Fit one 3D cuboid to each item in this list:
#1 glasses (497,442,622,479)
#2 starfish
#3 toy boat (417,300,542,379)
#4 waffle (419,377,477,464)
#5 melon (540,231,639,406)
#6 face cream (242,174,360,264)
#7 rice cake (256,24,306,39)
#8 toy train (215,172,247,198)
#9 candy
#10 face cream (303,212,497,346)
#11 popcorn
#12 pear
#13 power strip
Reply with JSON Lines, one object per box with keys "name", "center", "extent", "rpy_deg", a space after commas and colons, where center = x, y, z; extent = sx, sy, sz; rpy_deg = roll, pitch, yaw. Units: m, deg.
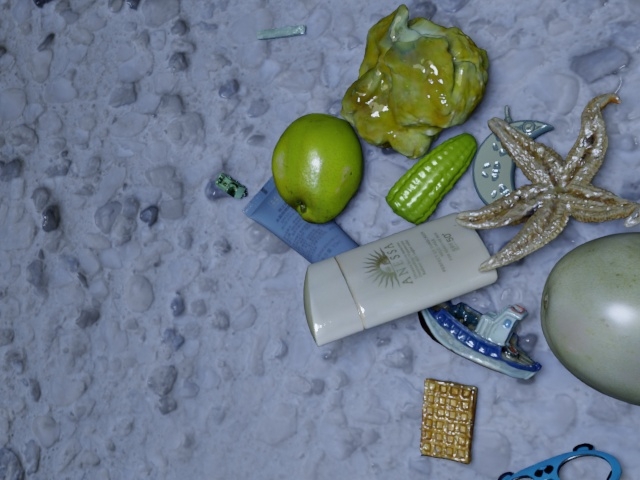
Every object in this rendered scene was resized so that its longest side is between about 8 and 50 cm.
{"name": "glasses", "center": [0.424, 0.476, 1.056], "extent": [0.239, 0.102, 0.207], "rpy_deg": [-32, 73, 17]}
{"name": "starfish", "center": [0.405, -0.092, 1.067], "extent": [0.327, 0.094, 0.375], "rpy_deg": [23, 83, 41]}
{"name": "toy boat", "center": [0.285, 0.149, 1.134], "extent": [0.262, 0.114, 0.115], "rpy_deg": [25, 107, 31]}
{"name": "waffle", "center": [0.241, 0.340, 1.179], "extent": [0.102, 0.042, 0.148], "rpy_deg": [4, 87, 25]}
{"name": "melon", "center": [0.515, 0.126, 0.963], "extent": [0.330, 0.268, 0.268], "rpy_deg": [9, 89, 7]}
{"name": "face cream", "center": [0.000, 0.000, 1.294], "extent": [0.385, 0.086, 0.135], "rpy_deg": [42, 91, 25]}
{"name": "rice cake", "center": [-0.088, -0.470, 1.405], "extent": [0.121, 0.021, 0.022], "rpy_deg": [2, 96, 23]}
{"name": "toy train", "center": [-0.204, -0.124, 1.406], "extent": [0.083, 0.053, 0.033], "rpy_deg": [32, 99, 21]}
{"name": "candy", "center": [0.221, -0.125, 1.206], "extent": [0.209, 0.097, 0.097], "rpy_deg": [-47, 70, 8]}
{"name": "face cream", "center": [0.130, 0.066, 1.148], "extent": [0.348, 0.081, 0.173], "rpy_deg": [-19, 50, -4]}
{"name": "popcorn", "center": [0.176, -0.286, 1.167], "extent": [0.276, 0.225, 0.276], "rpy_deg": [-46, 33, 41]}
{"name": "pear", "center": [-0.008, -0.143, 1.253], "extent": [0.187, 0.187, 0.220], "rpy_deg": [10, 80, 24]}
{"name": "power strip", "center": [0.358, -0.148, 1.173], "extent": [0.137, 0.044, 0.216], "rpy_deg": [8, 89, 24]}
